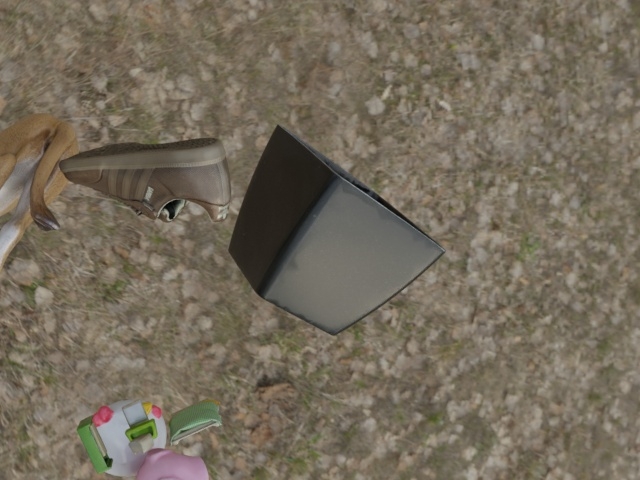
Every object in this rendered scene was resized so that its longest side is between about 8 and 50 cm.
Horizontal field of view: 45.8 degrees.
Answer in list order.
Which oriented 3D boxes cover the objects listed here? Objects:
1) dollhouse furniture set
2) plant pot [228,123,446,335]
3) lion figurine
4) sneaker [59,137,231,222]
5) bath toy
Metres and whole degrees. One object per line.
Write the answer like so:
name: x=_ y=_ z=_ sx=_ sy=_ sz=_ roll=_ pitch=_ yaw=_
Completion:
dollhouse furniture set: x=-0.192 y=0.203 z=0.862 sx=0.152 sy=0.076 sz=0.058 roll=-22 pitch=96 yaw=-9
plant pot: x=0.000 y=0.000 z=0.907 sx=0.187 sy=0.188 sz=0.167 roll=31 pitch=98 yaw=-33
lion figurine: x=-0.376 y=-0.071 z=0.860 sx=0.142 sy=0.392 sz=0.240 roll=64 pitch=37 yaw=-35
sneaker: x=-0.159 y=-0.048 z=0.668 sx=0.066 sy=0.188 sz=0.071 roll=-30 pitch=115 yaw=-49
bath toy: x=-0.190 y=0.322 z=0.915 sx=0.151 sy=0.348 sz=0.129 roll=-31 pitch=141 yaw=-10
